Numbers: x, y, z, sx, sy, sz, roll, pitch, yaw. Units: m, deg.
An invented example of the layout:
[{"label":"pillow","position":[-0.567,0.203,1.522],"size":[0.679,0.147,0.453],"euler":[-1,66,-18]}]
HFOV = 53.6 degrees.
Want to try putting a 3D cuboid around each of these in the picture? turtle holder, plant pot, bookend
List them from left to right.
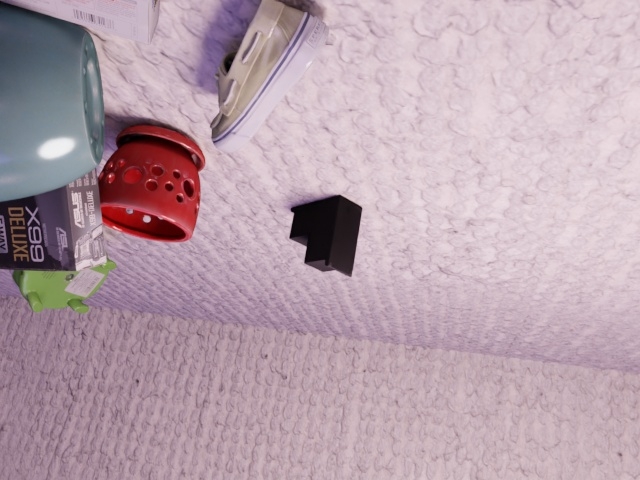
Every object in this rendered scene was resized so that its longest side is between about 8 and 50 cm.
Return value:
[{"label":"plant pot","position":[-0.424,-0.190,0.853],"size":[0.235,0.293,0.293],"euler":[-3,163,-10]},{"label":"turtle holder","position":[-0.753,0.058,1.736],"size":[0.320,0.243,0.227],"euler":[-9,-137,-48]},{"label":"plant pot","position":[-0.313,-0.105,1.175],"size":[0.191,0.174,0.191],"euler":[8,161,3]},{"label":"bookend","position":[0.000,0.000,1.349],"size":[0.072,0.157,0.156],"euler":[26,154,-38]}]

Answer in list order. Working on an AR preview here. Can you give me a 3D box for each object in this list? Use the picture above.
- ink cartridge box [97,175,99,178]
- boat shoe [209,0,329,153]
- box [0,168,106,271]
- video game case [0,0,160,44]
[{"label":"ink cartridge box","position":[-0.623,-0.099,1.521],"size":[0.165,0.065,0.332],"euler":[24,155,-34]},{"label":"boat shoe","position":[-0.095,-0.224,0.874],"size":[0.094,0.109,0.302],"euler":[32,146,-16]},{"label":"box","position":[-0.497,-0.104,1.083],"size":[0.242,0.307,0.076],"euler":[1,-170,24]},{"label":"video game case","position":[-0.308,-0.339,0.678],"size":[0.269,0.061,0.244],"euler":[14,161,-11]}]
